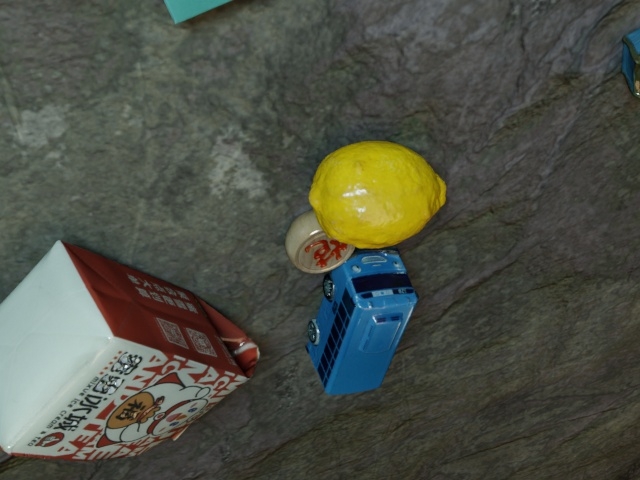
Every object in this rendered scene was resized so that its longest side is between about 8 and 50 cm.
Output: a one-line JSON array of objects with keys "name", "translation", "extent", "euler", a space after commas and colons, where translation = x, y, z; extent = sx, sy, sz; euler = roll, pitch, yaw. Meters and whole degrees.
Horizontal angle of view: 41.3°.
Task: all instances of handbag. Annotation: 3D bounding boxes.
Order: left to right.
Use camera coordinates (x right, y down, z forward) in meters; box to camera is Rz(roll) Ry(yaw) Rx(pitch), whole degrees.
[{"name": "handbag", "translation": [-0.204, 0.136, 0.906], "extent": [0.171, 0.151, 0.298], "euler": [-45, 147, 9]}]

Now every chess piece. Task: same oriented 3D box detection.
[{"name": "chess piece", "translation": [0.000, 0.000, 0.969], "extent": [0.083, 0.038, 0.084], "euler": [-16, 141, -14]}]

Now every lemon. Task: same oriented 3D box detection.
[{"name": "lemon", "translation": [0.060, -0.048, 0.887], "extent": [0.155, 0.114, 0.114], "euler": [-5, 136, -17]}]

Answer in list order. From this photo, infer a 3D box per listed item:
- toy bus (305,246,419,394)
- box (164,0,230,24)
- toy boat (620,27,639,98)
[{"name": "toy bus", "translation": [0.051, 0.101, 1.055], "extent": [0.090, 0.106, 0.185], "euler": [-4, 136, -21]}, {"name": "box", "translation": [-0.075, -0.285, 0.613], "extent": [0.162, 0.041, 0.229], "euler": [-24, 141, -3]}, {"name": "toy boat", "translation": [0.422, -0.214, 0.929], "extent": [0.185, 0.077, 0.075], "euler": [-22, 140, -5]}]
